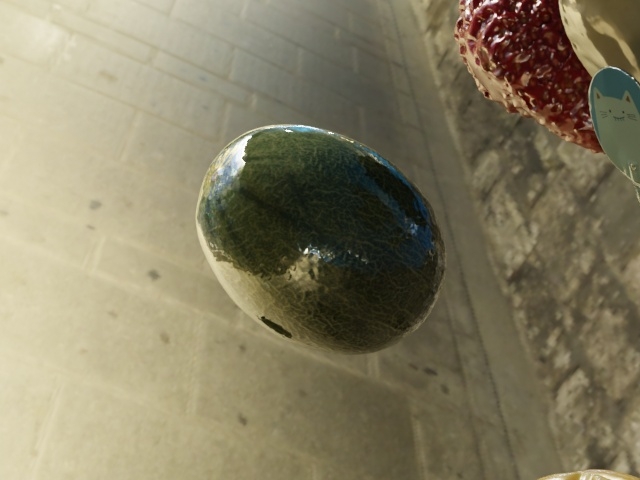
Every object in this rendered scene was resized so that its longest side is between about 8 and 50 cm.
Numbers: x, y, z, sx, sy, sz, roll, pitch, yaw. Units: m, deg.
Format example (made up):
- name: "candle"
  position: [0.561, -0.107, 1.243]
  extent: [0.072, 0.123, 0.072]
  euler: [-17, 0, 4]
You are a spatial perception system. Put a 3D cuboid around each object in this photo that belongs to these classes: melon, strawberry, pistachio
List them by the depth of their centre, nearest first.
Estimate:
- name: "pistachio"
  position: [0.322, -0.197, 0.951]
  extent: [0.223, 0.152, 0.126]
  euler: [48, 48, -14]
- name: "melon"
  position: [0.000, 0.000, 1.130]
  extent: [0.302, 0.237, 0.237]
  euler: [33, 22, -24]
- name: "strawberry"
  position: [0.307, -0.252, 1.194]
  extent: [0.261, 0.261, 0.257]
  euler: [18, 14, -21]

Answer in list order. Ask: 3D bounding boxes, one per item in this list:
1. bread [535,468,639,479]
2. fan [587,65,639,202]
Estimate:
- name: "bread"
  position: [0.281, 0.307, 0.876]
  extent: [0.311, 0.173, 0.121]
  euler: [47, 49, -31]
- name: "fan"
  position: [0.282, -0.074, 0.895]
  extent: [0.005, 0.175, 0.113]
  euler: [-22, 20, -10]
